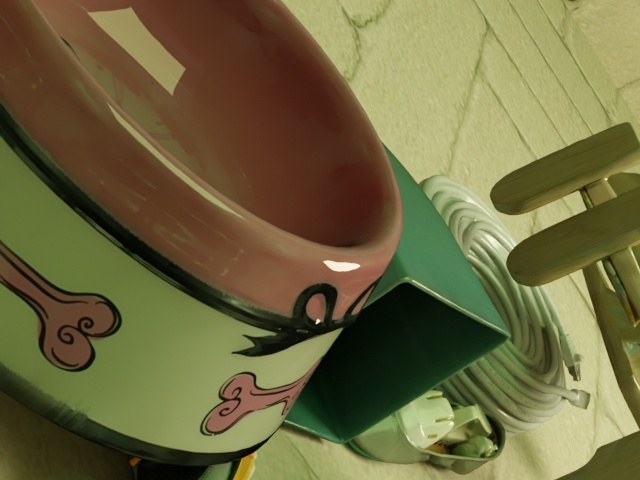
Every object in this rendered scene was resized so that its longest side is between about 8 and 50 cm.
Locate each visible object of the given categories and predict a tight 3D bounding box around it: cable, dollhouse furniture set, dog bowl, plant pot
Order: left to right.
[{"bbox_3d":[-0.117,-0.073,0.983,0.408,0.150,0.408,39,25,-21],"label":"dog bowl"},{"bbox_3d":[0.000,0.000,1.244,0.165,0.165,0.234,29,33,-53],"label":"plant pot"},{"bbox_3d":[0.144,0.065,1.561,0.257,0.089,0.257,3,61,-62],"label":"cable"},{"bbox_3d":[0.251,0.166,1.420,0.362,0.256,0.394,60,13,-24],"label":"dollhouse furniture set"}]

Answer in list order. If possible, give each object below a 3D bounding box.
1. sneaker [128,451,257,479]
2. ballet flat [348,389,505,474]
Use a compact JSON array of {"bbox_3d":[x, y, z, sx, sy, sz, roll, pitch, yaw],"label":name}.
[{"bbox_3d":[-0.097,0.105,1.030,0.083,0.084,0.215,43,20,-30],"label":"sneaker"},{"bbox_3d":[0.093,0.153,1.380,0.213,0.068,0.072,23,44,-56],"label":"ballet flat"}]
